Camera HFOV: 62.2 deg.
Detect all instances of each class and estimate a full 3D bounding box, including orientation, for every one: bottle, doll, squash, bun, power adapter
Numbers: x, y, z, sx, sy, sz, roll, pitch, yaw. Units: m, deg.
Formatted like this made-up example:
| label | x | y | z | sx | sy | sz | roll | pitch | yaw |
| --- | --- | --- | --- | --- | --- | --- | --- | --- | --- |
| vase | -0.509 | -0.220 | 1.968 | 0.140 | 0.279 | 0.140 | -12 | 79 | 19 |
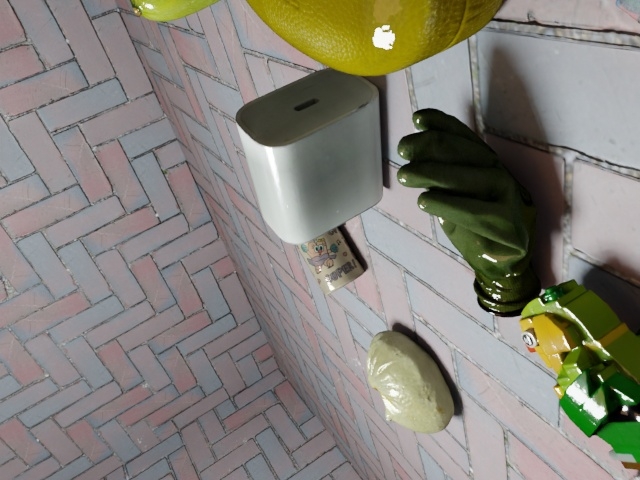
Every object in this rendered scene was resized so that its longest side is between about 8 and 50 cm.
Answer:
| label | x | y | z | sx | sy | sz | roll | pitch | yaw |
| --- | --- | --- | --- | --- | --- | --- | --- | --- | --- |
| bottle | 0.000 | 0.000 | 1.091 | 0.209 | 0.097 | 0.110 | 60 | 163 | 3 |
| doll | 0.271 | 0.119 | 0.498 | 0.186 | 0.106 | 0.134 | 48 | 153 | 36 |
| squash | -0.257 | -0.456 | 0.951 | 0.123 | 0.187 | 0.123 | 47 | 163 | 20 |
| bun | 0.160 | 0.290 | 1.056 | 0.222 | 0.128 | 0.222 | 49 | 161 | 24 |
| power adapter | -0.004 | -0.100 | 0.790 | 0.124 | 0.187 | 0.255 | 48 | 160 | 37 |

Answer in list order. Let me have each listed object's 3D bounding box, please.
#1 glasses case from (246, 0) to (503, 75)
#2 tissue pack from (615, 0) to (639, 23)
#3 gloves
| label | x | y | z | sx | sy | sz | roll | pitch | yaw |
| --- | --- | --- | --- | --- | --- | --- | --- | --- | --- |
| glasses case | 0.008 | -0.284 | 0.535 | 0.371 | 0.141 | 0.173 | 48 | 160 | 36 |
| tissue pack | 0.243 | -0.124 | 0.264 | 0.148 | 0.060 | 0.108 | 54 | 161 | 18 |
| gloves | 0.167 | -0.028 | 0.565 | 0.268 | 0.107 | 0.135 | 50 | 178 | -30 |
